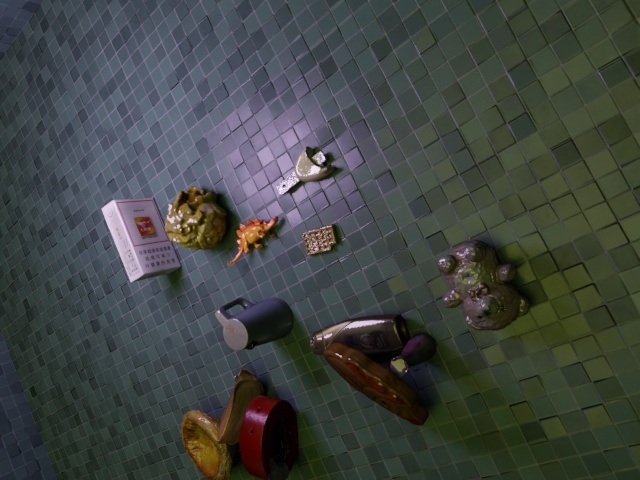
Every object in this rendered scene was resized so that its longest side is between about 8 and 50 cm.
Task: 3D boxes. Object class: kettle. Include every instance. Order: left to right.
[{"bbox_3d":[-0.248,0.287,1.899,0.210,0.243,0.160,50,118,17],"label":"kettle"}]

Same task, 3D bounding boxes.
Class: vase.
[{"bbox_3d":[0.280,0.352,1.605,0.086,0.214,0.086,5,100,30],"label":"vase"}]

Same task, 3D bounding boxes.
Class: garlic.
[{"bbox_3d":[-0.293,0.613,2.009,0.151,0.196,0.338,21,100,13],"label":"garlic"}]

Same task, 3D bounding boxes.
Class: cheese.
[{"bbox_3d":[-0.065,-0.232,1.827,0.235,0.050,0.127,-36,81,31],"label":"cheese"}]

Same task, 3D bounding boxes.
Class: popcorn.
[{"bbox_3d":[-0.487,-0.082,2.018,0.259,0.212,0.259,8,107,26],"label":"popcorn"}]

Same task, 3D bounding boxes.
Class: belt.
[{"bbox_3d":[-0.190,0.743,1.938,0.115,0.227,0.323,0,96,33],"label":"belt"}]

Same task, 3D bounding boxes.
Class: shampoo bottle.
[{"bbox_3d":[0.122,0.326,1.775,0.350,0.084,0.125,-14,95,32],"label":"shampoo bottle"}]

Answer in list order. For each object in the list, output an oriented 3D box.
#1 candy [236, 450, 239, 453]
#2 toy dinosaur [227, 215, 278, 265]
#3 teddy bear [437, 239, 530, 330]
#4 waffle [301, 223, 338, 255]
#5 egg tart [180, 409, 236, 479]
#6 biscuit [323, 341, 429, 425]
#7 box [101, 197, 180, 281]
[{"bbox_3d":[-0.256,0.861,2.096,0.182,0.053,0.046,12,102,31],"label":"candy"},{"bbox_3d":[-0.265,-0.017,1.971,0.288,0.070,0.117,-38,67,25],"label":"toy dinosaur"},{"bbox_3d":[0.458,0.132,1.507,0.236,0.151,0.267,-28,79,32],"label":"teddy bear"},{"bbox_3d":[0.000,0.000,1.839,0.135,0.021,0.092,-14,88,33],"label":"waffle"},{"bbox_3d":[-0.444,0.830,2.156,0.319,0.128,0.318,14,112,38],"label":"egg tart"},{"bbox_3d":[0.173,0.456,1.660,0.381,0.359,0.074,38,72,10],"label":"biscuit"},{"bbox_3d":[-0.736,-0.010,2.170,0.095,0.210,0.330,-26,84,30],"label":"box"}]
